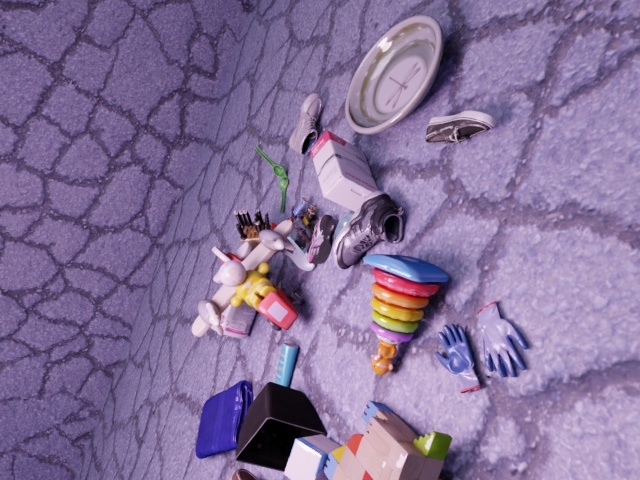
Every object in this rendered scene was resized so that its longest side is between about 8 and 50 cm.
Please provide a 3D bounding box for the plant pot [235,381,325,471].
[{"bbox_3d":[-0.124,0.530,1.210,0.188,0.188,0.167,-55,25,20],"label":"plant pot"}]

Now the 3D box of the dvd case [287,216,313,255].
[{"bbox_3d":[-0.067,-0.016,1.415,0.013,0.087,0.119,-26,25,30],"label":"dvd case"}]

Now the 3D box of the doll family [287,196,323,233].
[{"bbox_3d":[-0.061,-0.078,1.547,0.111,0.076,0.193,-58,30,22],"label":"doll family"}]

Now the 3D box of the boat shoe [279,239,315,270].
[{"bbox_3d":[-0.073,0.046,1.504,0.183,0.083,0.065,35,108,27],"label":"boat shoe"}]

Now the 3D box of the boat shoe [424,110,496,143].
[{"bbox_3d":[0.361,-0.286,1.083,0.219,0.078,0.070,19,87,64],"label":"boat shoe"}]

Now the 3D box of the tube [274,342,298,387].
[{"bbox_3d":[-0.122,0.446,1.364,0.080,0.052,0.206,6,82,66],"label":"tube"}]

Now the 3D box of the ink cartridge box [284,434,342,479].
[{"bbox_3d":[-0.004,0.566,1.061,0.090,0.143,0.092,13,82,38],"label":"ink cartridge box"}]

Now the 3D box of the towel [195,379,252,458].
[{"bbox_3d":[-0.353,0.671,1.536,0.308,0.076,0.227,-37,38,38],"label":"towel"}]

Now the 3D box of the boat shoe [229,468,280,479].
[{"bbox_3d":[-0.136,0.735,1.166,0.342,0.123,0.123,15,77,52],"label":"boat shoe"}]

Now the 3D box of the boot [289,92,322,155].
[{"bbox_3d":[-0.039,-0.480,1.731,0.123,0.095,0.258,45,117,47],"label":"boot"}]

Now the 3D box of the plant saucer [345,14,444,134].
[{"bbox_3d":[0.247,-0.512,1.334,0.401,0.101,0.400,-29,50,42],"label":"plant saucer"}]

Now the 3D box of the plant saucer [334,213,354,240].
[{"bbox_3d":[0.092,-0.028,1.348,0.119,0.021,0.119,-30,49,41],"label":"plant saucer"}]

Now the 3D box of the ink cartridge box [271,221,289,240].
[{"bbox_3d":[-0.132,-0.035,1.575,0.029,0.115,0.062,-39,44,36],"label":"ink cartridge box"}]

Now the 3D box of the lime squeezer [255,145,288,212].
[{"bbox_3d":[-0.182,-0.271,1.797,0.059,0.110,0.310,-24,83,26],"label":"lime squeezer"}]

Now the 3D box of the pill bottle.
[{"bbox_3d":[-0.322,0.230,1.649,0.160,0.160,0.282,13,82,55],"label":"pill bottle"}]

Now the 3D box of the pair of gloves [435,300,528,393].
[{"bbox_3d":[0.333,0.230,0.879,0.198,0.023,0.159,-41,41,33],"label":"pair of gloves"}]

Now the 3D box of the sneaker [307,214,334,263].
[{"bbox_3d":[0.000,0.000,1.435,0.178,0.072,0.077,-69,16,-7],"label":"sneaker"}]

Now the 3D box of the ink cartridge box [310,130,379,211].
[{"bbox_3d":[0.078,-0.220,1.339,0.100,0.172,0.237,-44,41,31],"label":"ink cartridge box"}]

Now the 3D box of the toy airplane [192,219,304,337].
[{"bbox_3d":[-0.261,0.123,1.409,0.385,0.272,0.385,-9,65,18],"label":"toy airplane"}]

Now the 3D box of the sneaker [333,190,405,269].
[{"bbox_3d":[0.141,-0.009,1.199,0.268,0.101,0.153,-58,33,10],"label":"sneaker"}]

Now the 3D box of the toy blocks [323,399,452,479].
[{"bbox_3d":[0.107,0.538,0.913,0.261,0.191,0.381,16,84,67],"label":"toy blocks"}]

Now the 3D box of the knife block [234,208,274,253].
[{"bbox_3d":[-0.281,-0.016,1.655,0.276,0.242,0.088,-35,46,39],"label":"knife block"}]

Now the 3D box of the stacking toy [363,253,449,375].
[{"bbox_3d":[0.183,0.190,1.015,0.175,0.166,0.301,19,99,44],"label":"stacking toy"}]
